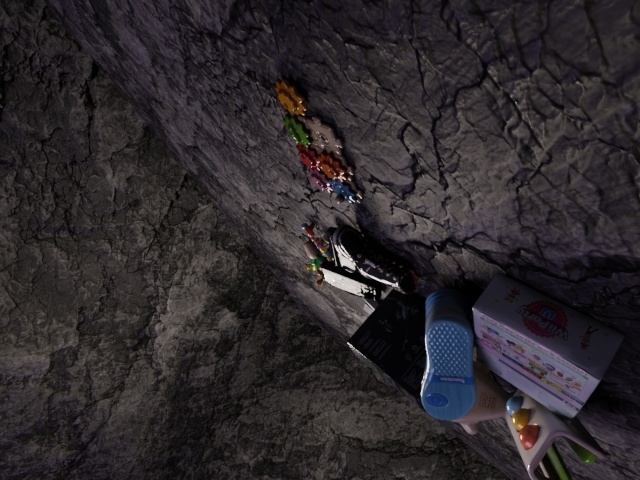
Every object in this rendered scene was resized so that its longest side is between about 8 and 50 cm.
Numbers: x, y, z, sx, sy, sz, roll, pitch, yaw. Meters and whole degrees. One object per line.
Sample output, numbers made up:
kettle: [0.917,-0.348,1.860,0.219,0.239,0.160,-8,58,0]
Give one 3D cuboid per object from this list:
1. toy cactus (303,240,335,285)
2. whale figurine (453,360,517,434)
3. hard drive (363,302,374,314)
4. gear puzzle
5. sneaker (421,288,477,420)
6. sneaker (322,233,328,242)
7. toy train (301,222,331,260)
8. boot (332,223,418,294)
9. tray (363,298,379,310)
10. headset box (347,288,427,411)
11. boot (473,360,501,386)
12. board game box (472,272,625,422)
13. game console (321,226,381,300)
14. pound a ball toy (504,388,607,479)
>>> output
toy cactus: [-0.014,0.088,1.659,0.180,0.112,0.219,56,172,-8]
whale figurine: [0.465,0.458,1.218,0.272,0.216,0.141,12,170,10]
hard drive: [0.243,0.318,1.742,0.135,0.022,0.094,39,165,14]
gear puzzle: [-0.014,-0.204,0.909,0.175,0.044,0.339,32,162,38]
sneaker: [0.311,0.260,0.994,0.127,0.208,0.318,5,119,14]
sneaker: [0.045,0.008,1.396,0.083,0.032,0.037,45,-178,5]
toy train: [0.000,0.000,1.461,0.166,0.046,0.125,50,-178,-45]
boot: [0.152,0.051,1.114,0.179,0.085,0.236,23,162,48]
tray: [0.273,0.314,1.549,0.270,0.030,0.145,42,174,49]
headset box: [0.255,0.299,1.206,0.283,0.246,0.131,31,160,38]
boot: [0.501,0.445,1.292,0.158,0.084,0.059,50,166,-19]
board game box: [0.431,0.221,0.824,0.224,0.097,0.303,32,163,35]
game console: [0.098,0.085,1.367,0.213,0.044,0.361,20,151,22]
pound a ball toy: [0.481,0.471,0.923,0.136,0.208,0.319,30,-171,13]
